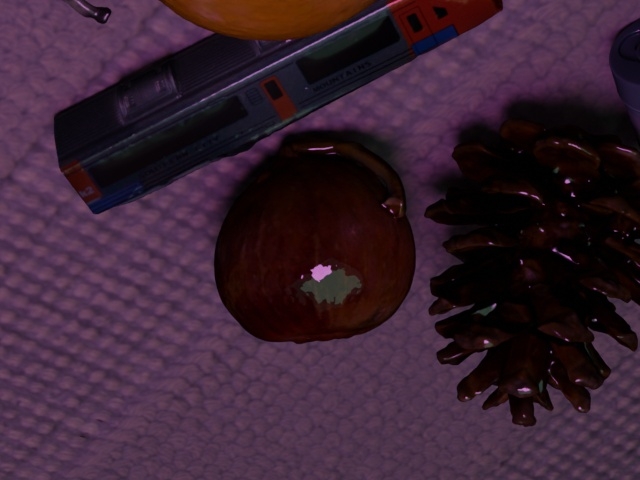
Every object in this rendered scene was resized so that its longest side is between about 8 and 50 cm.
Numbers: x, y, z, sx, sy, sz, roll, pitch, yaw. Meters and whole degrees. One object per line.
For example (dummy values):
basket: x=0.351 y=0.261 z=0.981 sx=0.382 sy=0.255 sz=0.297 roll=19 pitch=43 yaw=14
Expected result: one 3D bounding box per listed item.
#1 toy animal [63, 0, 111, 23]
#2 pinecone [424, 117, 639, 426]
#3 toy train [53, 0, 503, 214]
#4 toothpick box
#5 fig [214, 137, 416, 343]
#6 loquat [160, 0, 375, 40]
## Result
toy animal: x=-0.211 y=-0.284 z=1.422 sx=0.176 sy=0.073 sz=0.217 roll=16 pitch=131 yaw=-19
pinecone: x=0.207 y=0.023 z=1.680 sx=0.244 sy=0.309 sz=0.244 roll=16 pitch=160 yaw=6
toy train: x=-0.043 y=-0.154 z=1.569 sx=0.409 sy=0.086 sz=0.089 roll=-26 pitch=130 yaw=10
toothpick box: x=0.336 y=-0.126 z=1.678 sx=0.101 sy=0.101 sz=0.153 roll=-22 pitch=133 yaw=7
fig: x=-0.001 y=0.001 z=1.663 sx=0.205 sy=0.205 sz=0.205 roll=-7 pitch=133 yaw=-8
loquat: x=-0.044 y=-0.281 z=1.320 sx=0.275 sy=0.275 sz=0.275 roll=-7 pitch=133 yaw=-8
